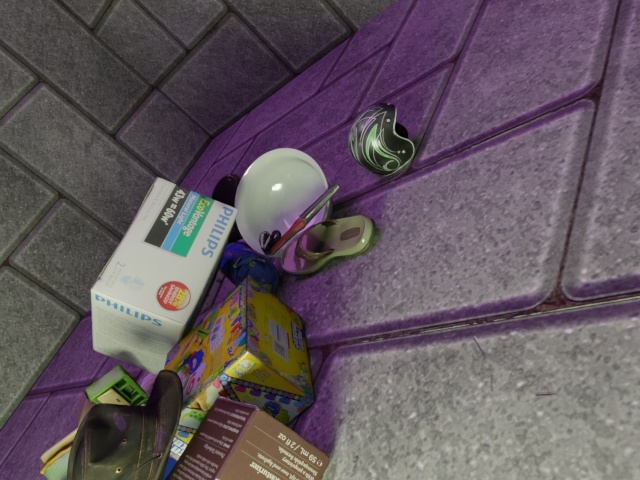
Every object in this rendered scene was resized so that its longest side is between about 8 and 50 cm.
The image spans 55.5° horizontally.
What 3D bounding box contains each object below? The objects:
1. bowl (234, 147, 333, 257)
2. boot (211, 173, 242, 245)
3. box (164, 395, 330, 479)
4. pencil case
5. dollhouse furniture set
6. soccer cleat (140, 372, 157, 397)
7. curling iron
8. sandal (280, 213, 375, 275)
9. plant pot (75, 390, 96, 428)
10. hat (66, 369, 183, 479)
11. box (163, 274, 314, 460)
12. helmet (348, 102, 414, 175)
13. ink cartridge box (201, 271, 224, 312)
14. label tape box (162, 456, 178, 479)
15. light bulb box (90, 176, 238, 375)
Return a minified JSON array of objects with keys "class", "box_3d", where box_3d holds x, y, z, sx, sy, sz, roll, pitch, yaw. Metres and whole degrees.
[{"class":"bowl","box_3d":[-0.080,-0.094,1.673,0.298,0.134,0.297,-3,83,27]},{"class":"boot","box_3d":[-0.193,-0.131,1.853,0.096,0.264,0.280,30,44,29]},{"class":"box","box_3d":[-0.127,0.388,0.983,0.167,0.168,0.203,-12,42,57]},{"class":"pencil case","box_3d":[-0.212,0.081,1.713,0.119,0.133,0.306,-56,21,-4]},{"class":"dollhouse furniture set","box_3d":[-0.522,0.477,1.413,0.302,0.151,0.197,-37,54,-14]},{"class":"soccer cleat","box_3d":[-0.454,0.386,1.742,0.076,0.068,0.196,-23,30,41]},{"class":"curling iron","box_3d":[-0.057,-0.056,1.562,0.274,0.068,0.035,-39,-21,19]},{"class":"sandal","box_3d":[0.001,-0.002,1.465,0.303,0.086,0.120,-24,58,43]},{"class":"plant pot","box_3d":[-0.707,0.546,1.904,0.109,0.109,0.096,5,69,63]},{"class":"hat","box_3d":[-0.359,0.374,1.048,0.331,0.134,0.331,-50,28,40]},{"class":"box","box_3d":[-0.182,0.277,1.262,0.279,0.177,0.290,-43,23,14]},{"class":"helmet","box_3d":[0.152,-0.265,1.567,0.169,0.161,0.169,-39,23,21]},{"class":"ink cartridge box","box_3d":[-0.425,0.089,2.008,0.114,0.197,0.272,-35,25,33]},{"class":"label tape box","box_3d":[-0.403,0.528,1.257,0.334,0.106,0.240,-37,21,-6]},{"class":"light bulb box","box_3d":[-0.398,0.103,1.548,0.361,0.225,0.357,119,172,-53]}]
